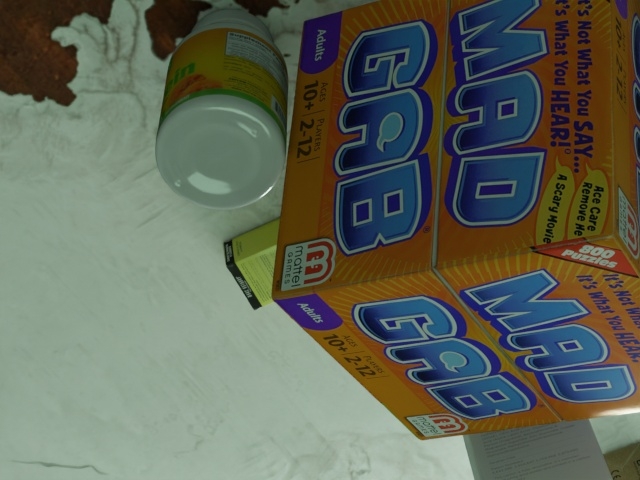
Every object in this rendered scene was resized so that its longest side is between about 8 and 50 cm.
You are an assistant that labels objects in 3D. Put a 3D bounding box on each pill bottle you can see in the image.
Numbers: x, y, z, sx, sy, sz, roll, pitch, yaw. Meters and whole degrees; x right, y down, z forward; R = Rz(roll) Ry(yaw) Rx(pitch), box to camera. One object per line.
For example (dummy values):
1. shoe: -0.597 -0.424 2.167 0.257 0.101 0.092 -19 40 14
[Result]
1. pill bottle: -0.104 -0.154 1.771 0.136 0.245 0.136 0 125 0

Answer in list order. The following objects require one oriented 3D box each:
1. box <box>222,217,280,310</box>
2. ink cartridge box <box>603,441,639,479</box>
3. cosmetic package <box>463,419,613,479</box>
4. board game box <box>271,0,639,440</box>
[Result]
1. box: 0.000 0.000 2.019 0.232 0.058 0.087 -24 125 10
2. ink cartridge box: 0.471 0.436 2.292 0.088 0.234 0.193 -22 126 9
3. cosmetic package: 0.264 0.261 2.046 0.156 0.385 0.217 -15 129 4
4. board game box: 0.201 -0.037 1.732 0.356 0.356 0.356 -12 145 26
